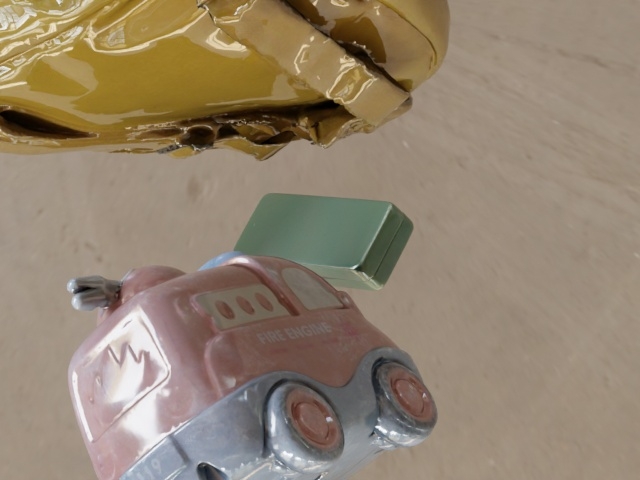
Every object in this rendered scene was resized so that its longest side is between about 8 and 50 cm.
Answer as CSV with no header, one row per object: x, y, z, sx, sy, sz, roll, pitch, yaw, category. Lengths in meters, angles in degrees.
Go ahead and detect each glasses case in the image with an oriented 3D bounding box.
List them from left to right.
0.000,0.000,1.602,0.039,0.184,0.078,43,66,-36,glasses case

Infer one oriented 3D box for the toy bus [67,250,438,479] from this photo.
-0.068,0.117,1.382,0.197,0.294,0.232,-42,71,31,toy bus

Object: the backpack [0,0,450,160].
-0.096,-0.167,1.207,0.353,0.378,0.201,-13,73,33,backpack
